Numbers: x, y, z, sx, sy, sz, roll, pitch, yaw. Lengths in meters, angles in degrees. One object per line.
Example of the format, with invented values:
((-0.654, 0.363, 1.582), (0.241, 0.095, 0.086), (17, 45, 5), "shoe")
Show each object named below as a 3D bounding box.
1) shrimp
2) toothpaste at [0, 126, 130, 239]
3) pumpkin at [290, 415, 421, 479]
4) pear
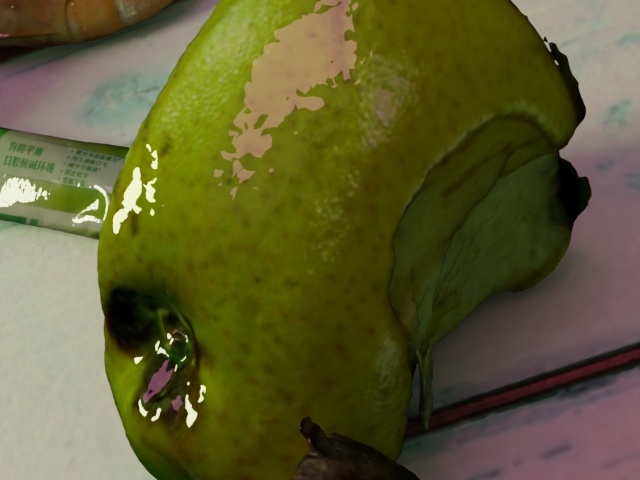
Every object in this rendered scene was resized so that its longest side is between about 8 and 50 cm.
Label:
((-0.189, -0.177, 1.253), (0.236, 0.053, 0.133), (-12, 50, 5), "shrimp")
((-0.174, -0.037, 1.136), (0.248, 0.047, 0.078), (10, 59, 23), "toothpaste")
((0.029, 0.193, 0.758), (0.111, 0.163, 0.278), (0, 41, 21), "pumpkin")
((0.000, 0.000, 0.911), (0.164, 0.238, 0.255), (23, 59, 27), "pear")
